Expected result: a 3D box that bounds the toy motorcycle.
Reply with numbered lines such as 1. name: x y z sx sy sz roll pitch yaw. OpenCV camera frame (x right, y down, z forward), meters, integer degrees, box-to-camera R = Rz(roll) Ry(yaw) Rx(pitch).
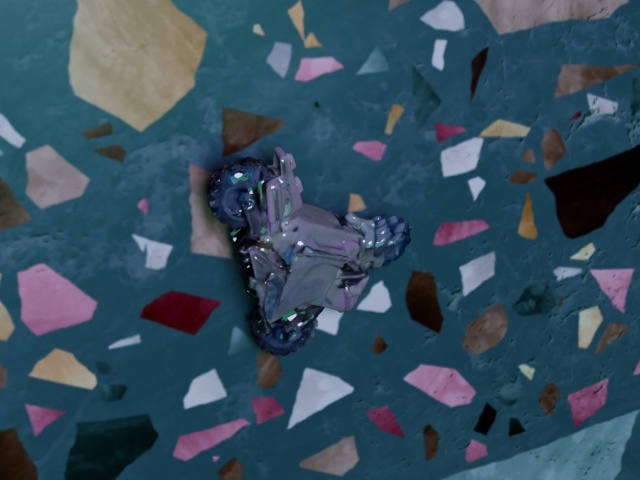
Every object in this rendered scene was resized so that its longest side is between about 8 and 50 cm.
1. toy motorcycle: -0.002 -0.003 1.452 0.204 0.108 0.239 -21 137 -7
